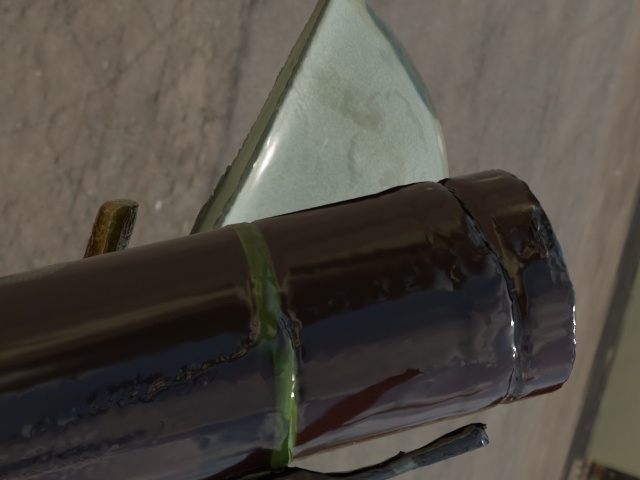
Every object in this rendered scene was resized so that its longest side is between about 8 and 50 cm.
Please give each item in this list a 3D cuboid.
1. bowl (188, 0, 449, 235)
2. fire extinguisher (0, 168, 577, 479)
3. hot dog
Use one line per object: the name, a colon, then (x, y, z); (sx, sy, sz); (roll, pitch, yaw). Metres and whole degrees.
bowl: (0.000, 0.000, 0.793); (0.313, 0.146, 0.313); (-59, -172, 13)
fire extinguisher: (-0.072, 0.061, 0.475); (0.141, 0.341, 0.105); (-131, -149, -58)
hot dog: (-0.158, 0.032, 0.904); (0.044, 0.028, 0.137); (-29, 140, -66)
